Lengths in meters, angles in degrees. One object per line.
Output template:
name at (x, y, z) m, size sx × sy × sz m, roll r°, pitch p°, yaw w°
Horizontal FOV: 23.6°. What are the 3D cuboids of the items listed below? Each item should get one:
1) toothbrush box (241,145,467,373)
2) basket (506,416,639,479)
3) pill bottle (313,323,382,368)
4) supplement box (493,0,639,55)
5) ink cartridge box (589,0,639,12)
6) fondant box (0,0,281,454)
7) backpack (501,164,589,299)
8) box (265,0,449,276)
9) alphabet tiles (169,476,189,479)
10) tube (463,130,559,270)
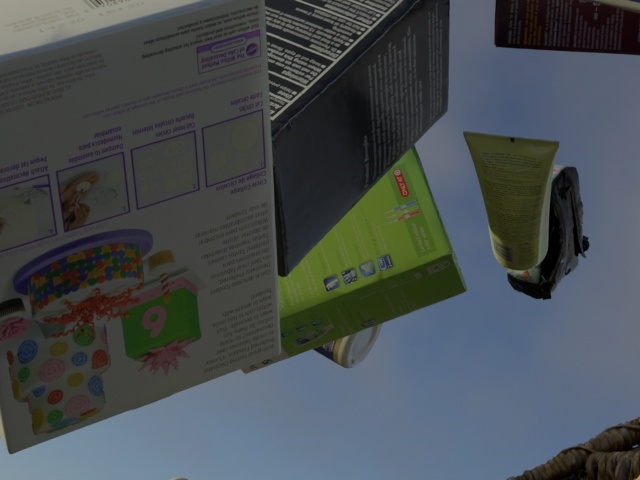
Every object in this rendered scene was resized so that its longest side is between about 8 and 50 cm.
toothbrush box at (0.000, 0.000, 1.770) m, size 0.283 × 0.206 × 0.122 m, roll -21°, pitch -27°, yaw 3°
basket at (0.189, 0.185, 0.980) m, size 0.213 × 0.223 × 0.299 m, roll 9°, pitch -12°, yaw -10°
pill bottle at (-0.008, 0.094, 2.055) m, size 0.169 × 0.094 × 0.094 m, roll 29°, pitch -14°, yaw 23°
supplement box at (0.282, -0.246, 1.633) m, size 0.188 × 0.081 × 0.104 m, roll 4°, pitch 15°, yaw 9°
ink cartridge box at (0.212, -0.251, 1.078) m, size 0.332 × 0.065 × 0.165 m, roll 18°, pitch -54°, yaw 25°
fondant box at (-0.157, -0.028, 1.139) m, size 0.096 × 0.238 × 0.330 m, roll 43°, pitch -37°, yaw 47°
backpack at (0.314, -0.026, 2.201) m, size 0.115 × 0.152 × 0.182 m, roll 10°, pitch -56°, yaw 26°
box at (-0.075, -0.158, 1.484) m, size 0.296 × 0.294 × 0.183 m, roll 24°, pitch -41°, yaw 27°
alphabet tiles at (-0.157, 0.404, 1.599) m, size 0.278 × 0.284 × 0.021 m, roll 67°, pitch -14°, yaw -5°
tube at (0.201, -0.047, 1.559) m, size 0.062 × 0.070 × 0.240 m, roll 57°, pitch -6°, yaw 27°
